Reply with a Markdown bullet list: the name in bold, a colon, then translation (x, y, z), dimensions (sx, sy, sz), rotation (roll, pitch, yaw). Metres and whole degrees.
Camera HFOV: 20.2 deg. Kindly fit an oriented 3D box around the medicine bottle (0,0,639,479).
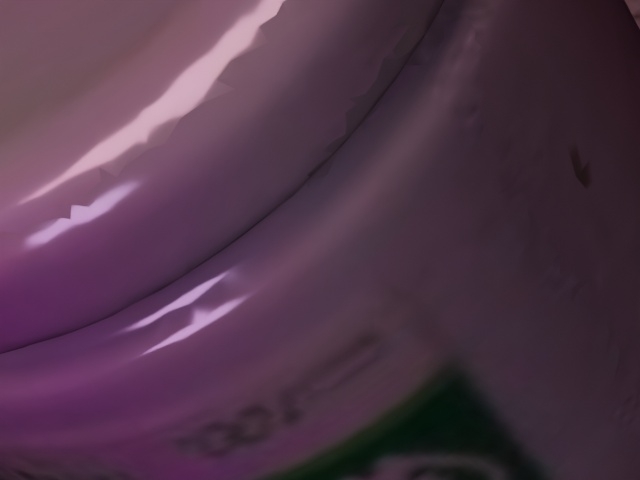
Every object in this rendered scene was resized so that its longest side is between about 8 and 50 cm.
- **medicine bottle**: translation (0.000, 0.000, 0.494), dimensions (0.212, 0.325, 0.212), rotation (-15, 54, 22)
